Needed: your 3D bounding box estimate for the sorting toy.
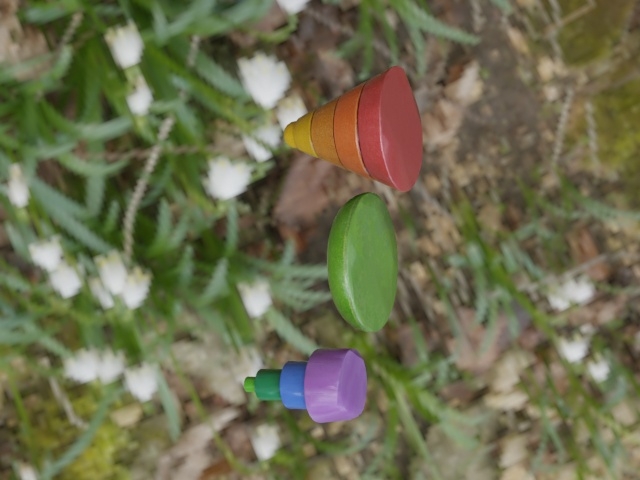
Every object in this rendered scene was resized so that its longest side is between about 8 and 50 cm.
[{"bbox_3d":[0.000,0.000,1.499,0.126,0.366,0.127,-1,148,23],"label":"sorting toy"}]
